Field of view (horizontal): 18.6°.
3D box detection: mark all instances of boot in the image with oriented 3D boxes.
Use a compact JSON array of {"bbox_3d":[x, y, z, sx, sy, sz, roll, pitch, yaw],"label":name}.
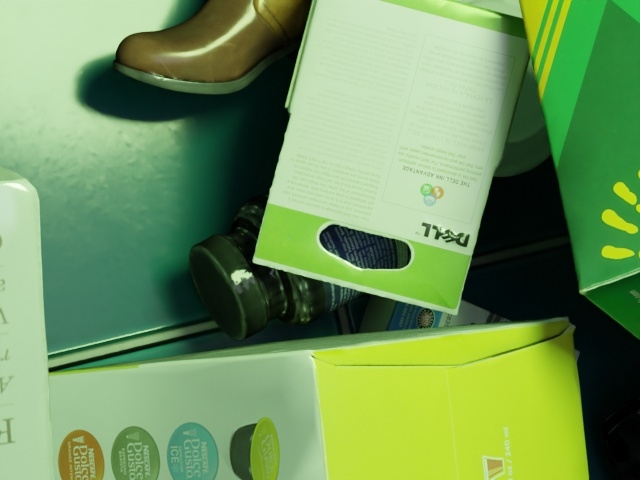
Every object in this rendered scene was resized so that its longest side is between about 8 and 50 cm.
[{"bbox_3d":[-0.061,-0.275,1.688,0.264,0.096,0.280,-9,114,-23],"label":"boot"}]

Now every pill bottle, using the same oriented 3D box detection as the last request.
[{"bbox_3d":[0.000,0.000,1.732,0.219,0.123,0.123,-27,96,-22],"label":"pill bottle"}]

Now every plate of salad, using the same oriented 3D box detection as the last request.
[{"bbox_3d":[0.155,-0.157,1.850,0.200,0.048,0.200,6,79,-31],"label":"plate of salad"}]

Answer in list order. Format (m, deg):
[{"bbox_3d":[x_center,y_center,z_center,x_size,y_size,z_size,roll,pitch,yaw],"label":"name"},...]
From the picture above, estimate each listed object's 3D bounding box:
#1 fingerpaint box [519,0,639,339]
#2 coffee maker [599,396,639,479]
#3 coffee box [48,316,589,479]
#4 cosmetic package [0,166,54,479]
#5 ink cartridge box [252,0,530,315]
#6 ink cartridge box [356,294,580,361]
[{"bbox_3d":[0.340,-0.068,1.676,0.445,0.163,0.371,33,41,-52],"label":"fingerpaint box"},{"bbox_3d":[0.359,0.173,1.865,0.178,0.120,0.171,-12,49,-32],"label":"coffee maker"},{"bbox_3d":[-0.006,0.247,1.533,0.338,0.334,0.338,-3,87,-51],"label":"coffee box"},{"bbox_3d":[-0.388,0.141,1.414,0.329,0.327,0.394,-7,101,-23],"label":"cosmetic package"},{"bbox_3d":[0.058,-0.086,1.674,0.188,0.097,0.255,15,95,-2],"label":"ink cartridge box"},{"bbox_3d":[0.124,0.131,1.794,0.190,0.082,0.140,23,77,-18],"label":"ink cartridge box"}]
